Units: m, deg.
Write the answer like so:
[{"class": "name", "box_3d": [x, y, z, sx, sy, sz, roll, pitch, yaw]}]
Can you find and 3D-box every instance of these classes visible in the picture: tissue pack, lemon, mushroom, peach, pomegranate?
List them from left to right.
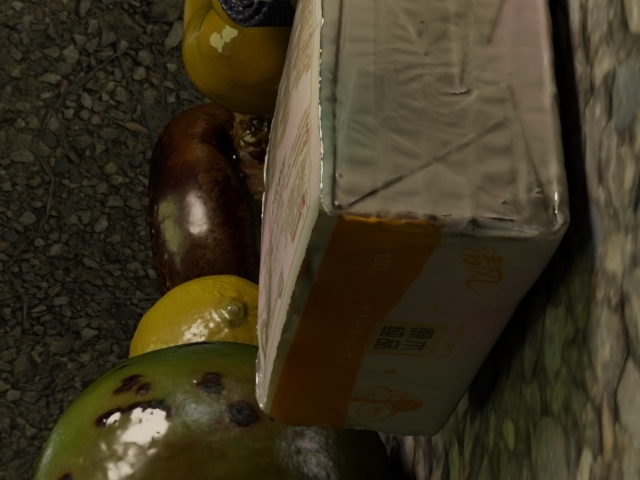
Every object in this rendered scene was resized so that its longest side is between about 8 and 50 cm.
[{"class": "pomegranate", "box_3d": [-0.104, 0.185, 0.967, 0.291, 0.323, 0.290, 15, -90, -76]}, {"class": "mushroom", "box_3d": [-0.117, -0.027, 1.674, 0.297, 0.163, 0.278, -96, 12, -56]}, {"class": "lemon", "box_3d": [-0.099, 0.124, 1.434, 0.203, 0.178, 0.178, 107, 165, -51]}, {"class": "peach", "box_3d": [-0.060, -0.248, 1.479, 0.251, 0.153, 0.251, 178, 90, -74]}, {"class": "tissue pack", "box_3d": [0.038, -0.027, 0.748, 0.225, 0.124, 0.185, 108, 163, -59]}]

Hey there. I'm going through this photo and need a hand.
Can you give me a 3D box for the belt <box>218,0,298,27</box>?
[{"class": "belt", "box_3d": [-0.016, -0.298, 1.274, 0.140, 0.126, 0.230, 38, 128, 46]}]
